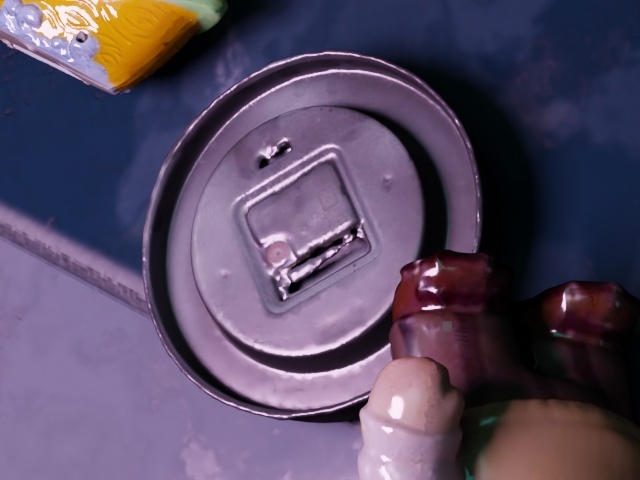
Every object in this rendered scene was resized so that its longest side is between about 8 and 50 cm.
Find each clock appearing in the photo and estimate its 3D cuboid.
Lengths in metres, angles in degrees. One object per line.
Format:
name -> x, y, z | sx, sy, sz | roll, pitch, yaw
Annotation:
clock -> 0.000, 0.000, 0.908 | 0.184, 0.040, 0.184 | -8, 72, 24
clock -> -0.134, -0.168, 0.993 | 0.231, 0.103, 0.144 | 26, 86, 29

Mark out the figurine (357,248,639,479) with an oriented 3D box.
figurine -> 0.103, 0.179, 0.713 | 0.206, 0.218, 0.365 | -18, 60, 50
